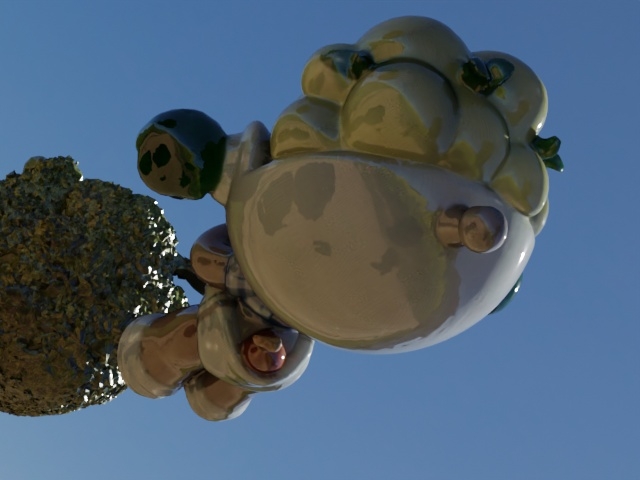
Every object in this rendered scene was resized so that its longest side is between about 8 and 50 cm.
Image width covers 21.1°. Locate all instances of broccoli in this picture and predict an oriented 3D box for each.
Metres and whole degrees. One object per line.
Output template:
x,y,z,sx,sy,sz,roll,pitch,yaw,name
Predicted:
-0.119,0.018,0.737,0.130,0.131,0.120,30,29,-32,broccoli

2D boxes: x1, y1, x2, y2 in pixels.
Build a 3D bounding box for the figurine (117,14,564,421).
0.000,-0.001,0.565,0.147,0.093,0.197,20,-26,-27,figurine
